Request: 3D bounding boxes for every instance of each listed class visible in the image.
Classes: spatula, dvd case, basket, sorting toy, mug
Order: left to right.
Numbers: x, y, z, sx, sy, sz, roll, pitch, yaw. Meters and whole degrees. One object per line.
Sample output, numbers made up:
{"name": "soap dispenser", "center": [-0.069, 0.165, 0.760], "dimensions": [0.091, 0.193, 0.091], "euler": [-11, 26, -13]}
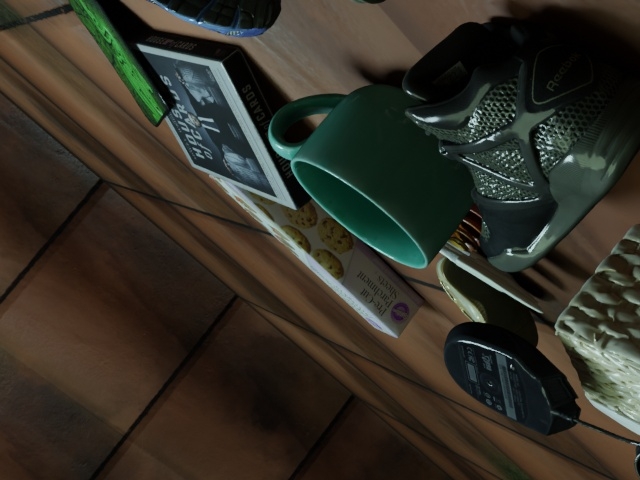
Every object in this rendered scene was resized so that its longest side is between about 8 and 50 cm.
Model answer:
{"name": "dvd case", "center": [-0.114, -0.134, 1.095], "dimensions": [0.238, 0.029, 0.179], "euler": [23, 146, 53]}
{"name": "mug", "center": [0.047, -0.064, 0.782], "dimensions": [0.158, 0.097, 0.129], "euler": [41, 170, -11]}
{"name": "spatula", "center": [0.099, -0.002, 0.953], "dimensions": [0.242, 0.019, 0.168], "euler": [32, -171, 9]}
{"name": "sorting toy", "center": [0.112, -0.018, 0.915], "dimensions": [0.061, 0.042, 0.102], "euler": [45, 168, -31]}
{"name": "basket", "center": [0.250, 0.072, 0.658], "dimensions": [0.167, 0.113, 0.103], "euler": [27, 160, 49]}

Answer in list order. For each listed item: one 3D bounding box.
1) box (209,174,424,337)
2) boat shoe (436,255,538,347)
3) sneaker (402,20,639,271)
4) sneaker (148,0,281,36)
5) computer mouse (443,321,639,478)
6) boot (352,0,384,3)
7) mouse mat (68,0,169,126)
{"name": "box", "center": [0.000, 0.000, 1.297], "dimensions": [0.324, 0.067, 0.063], "euler": [44, 168, -25]}
{"name": "boat shoe", "center": [0.171, 0.064, 1.061], "dimensions": [0.135, 0.050, 0.045], "euler": [50, 171, -8]}
{"name": "sneaker", "center": [0.114, -0.059, 0.630], "dimensions": [0.130, 0.087, 0.227], "euler": [38, 166, 10]}
{"name": "sneaker", "center": [-0.101, -0.206, 0.774], "dimensions": [0.221, 0.083, 0.087], "euler": [37, -176, 36]}
{"name": "computer mouse", "center": [0.178, 0.108, 0.677], "dimensions": [0.242, 0.041, 0.071], "euler": [25, 141, 42]}
{"name": "boot", "center": [-0.057, -0.216, 0.556], "dimensions": [0.208, 0.076, 0.190], "euler": [15, 141, 49]}
{"name": "mouse mat", "center": [-0.233, -0.216, 1.171], "dimensions": [0.190, 0.007, 0.152], "euler": [55, 167, -6]}
